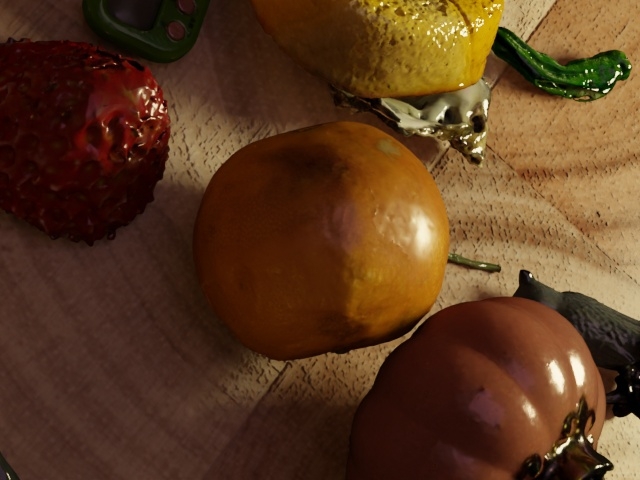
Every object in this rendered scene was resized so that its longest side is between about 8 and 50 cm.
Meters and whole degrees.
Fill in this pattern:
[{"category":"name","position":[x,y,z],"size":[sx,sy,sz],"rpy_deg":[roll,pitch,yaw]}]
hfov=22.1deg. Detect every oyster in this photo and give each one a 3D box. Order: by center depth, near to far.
[{"category":"oyster","position":[0.088,-0.189,1.830],"size":[0.214,0.083,0.223],"rpy_deg":[11,53,-30]}]

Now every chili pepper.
[{"category":"chili pepper","position":[0.281,-0.206,1.939],"size":[0.182,0.050,0.073],"rpy_deg":[12,78,-18]}]

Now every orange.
[{"category":"orange","position":[0.000,0.000,1.635],"size":[0.261,0.261,0.261],"rpy_deg":[7,73,-23]}]

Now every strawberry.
[{"category":"strawberry","position":[-0.233,-0.129,1.616],"size":[0.234,0.178,0.234],"rpy_deg":[11,67,-27]}]

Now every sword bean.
[{"category":"sword bean","position":[0.167,0.024,1.843],"size":[0.083,0.012,0.012],"rpy_deg":[15,70,-21]}]

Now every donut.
[{"category":"donut","position":[0.069,-0.280,1.766],"size":[0.303,0.110,0.303],"rpy_deg":[17,45,-17]}]

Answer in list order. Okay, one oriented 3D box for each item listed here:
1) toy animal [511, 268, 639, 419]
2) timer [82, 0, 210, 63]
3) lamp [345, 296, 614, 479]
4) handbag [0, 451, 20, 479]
[{"category":"toy animal","position":[0.303,0.110,1.823],"size":[0.210,0.117,0.121],"rpy_deg":[29,72,-17]},{"category":"timer","position":[-0.184,-0.263,1.745],"size":[0.128,0.047,0.140],"rpy_deg":[24,67,-18]},{"category":"lamp","position":[0.171,0.207,1.631],"size":[0.240,0.305,0.305],"rpy_deg":[31,57,30]},{"category":"handbag","position":[-0.339,0.310,1.441],"size":[0.275,0.178,0.302],"rpy_deg":[-34,89,-13]}]
